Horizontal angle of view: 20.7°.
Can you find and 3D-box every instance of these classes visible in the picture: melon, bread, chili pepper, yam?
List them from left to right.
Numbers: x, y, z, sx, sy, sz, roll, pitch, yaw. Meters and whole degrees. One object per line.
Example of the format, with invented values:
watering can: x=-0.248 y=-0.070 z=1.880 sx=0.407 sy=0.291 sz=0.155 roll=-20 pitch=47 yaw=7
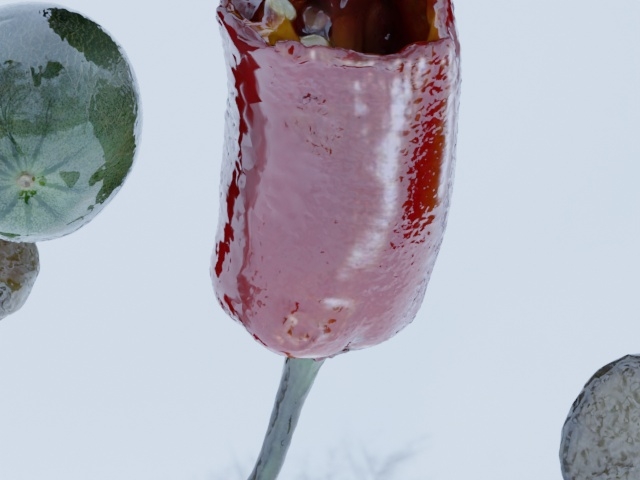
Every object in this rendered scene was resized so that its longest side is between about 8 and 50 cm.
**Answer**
bread: x=-0.231 y=-0.001 z=1.111 sx=0.113 sy=0.082 sz=0.060 roll=33 pitch=-41 yaw=-18
melon: x=-0.150 y=-0.065 z=0.910 sx=0.114 sy=0.167 sz=0.114 roll=-2 pitch=-57 yaw=-4
chili pepper: x=0.004 y=-0.002 z=0.991 sx=0.135 sy=0.131 sz=0.338 roll=-1 pitch=-53 yaw=-5
yam: x=0.267 y=0.118 z=0.995 sx=0.280 sy=0.131 sz=0.131 roll=2 pitch=-27 yaw=-43
